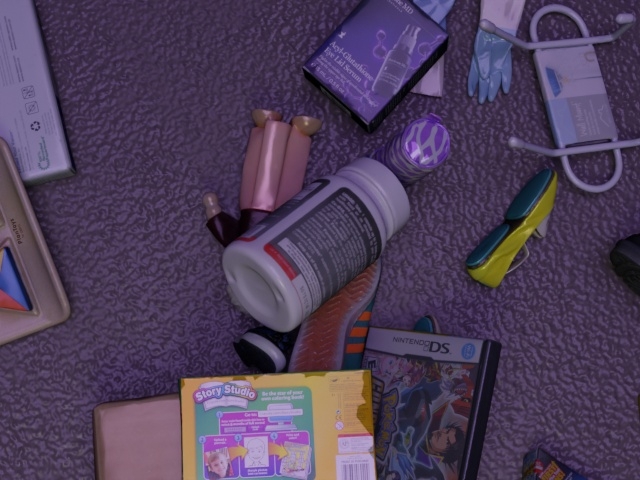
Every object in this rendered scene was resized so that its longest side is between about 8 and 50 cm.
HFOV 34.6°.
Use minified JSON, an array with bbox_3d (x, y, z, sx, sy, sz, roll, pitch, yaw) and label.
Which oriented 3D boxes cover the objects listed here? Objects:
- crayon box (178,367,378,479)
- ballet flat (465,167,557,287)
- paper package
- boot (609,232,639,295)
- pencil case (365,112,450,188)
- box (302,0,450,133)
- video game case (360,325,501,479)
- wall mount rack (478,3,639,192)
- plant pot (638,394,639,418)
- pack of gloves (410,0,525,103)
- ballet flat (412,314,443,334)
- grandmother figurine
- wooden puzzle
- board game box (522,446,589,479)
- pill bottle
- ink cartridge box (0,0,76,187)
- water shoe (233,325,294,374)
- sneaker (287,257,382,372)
[{"bbox_3d":[-0.061,0.273,1.473,0.278,0.081,0.165,-2,79,-3],"label":"crayon box"},{"bbox_3d":[0.335,-0.015,1.725,0.077,0.077,0.231,44,78,-16],"label":"ballet flat"},{"bbox_3d":[-0.184,0.388,1.572,0.309,0.168,0.325,-7,81,-4],"label":"paper package"},{"bbox_3d":[0.741,-0.032,1.700,0.367,0.146,0.445,39,84,-5],"label":"boot"},{"bbox_3d":[0.142,-0.138,1.671,0.086,0.206,0.088,29,76,-11],"label":"pencil case"},{"bbox_3d":[0.095,-0.308,1.728,0.153,0.108,0.207,41,91,5],"label":"box"},{"bbox_3d":[0.146,0.277,1.590,0.035,0.248,0.275,22,76,-43],"label":"video game case"},{"bbox_3d":[0.406,-0.256,1.719,0.304,0.130,0.350,-8,77,-16],"label":"wall mount rack"},{"bbox_3d":[0.572,0.288,1.668,0.081,0.083,0.081,-2,80,-3],"label":"plant pot"},{"bbox_3d":[0.248,-0.358,1.802,0.195,0.046,0.232,10,90,0],"label":"pack of gloves"},{"bbox_3d":[0.174,0.248,1.668,0.086,0.086,0.248,13,81,0],"label":"ballet flat"},{"bbox_3d":[-0.094,-0.041,1.692,0.208,0.104,0.342,6,77,5],"label":"grandmother figurine"},{"bbox_3d":[-0.612,0.036,1.625,0.348,0.080,0.322,-20,95,-4],"label":"wooden puzzle"},{"bbox_3d":[0.374,0.435,1.619,0.194,0.060,0.194,44,57,12],"label":"board game box"},{"bbox_3d":[0.000,0.000,1.597,0.283,0.161,0.161,-38,83,-29],"label":"pill bottle"},{"bbox_3d":[-0.606,-0.226,1.716,0.330,0.071,0.324,-14,82,-4],"label":"ink cartridge box"},{"bbox_3d":[-0.081,0.157,1.602,0.080,0.203,0.073,-33,100,-16],"label":"water shoe"},{"bbox_3d":[0.025,0.145,1.668,0.108,0.121,0.302,14,59,16],"label":"sneaker"}]
